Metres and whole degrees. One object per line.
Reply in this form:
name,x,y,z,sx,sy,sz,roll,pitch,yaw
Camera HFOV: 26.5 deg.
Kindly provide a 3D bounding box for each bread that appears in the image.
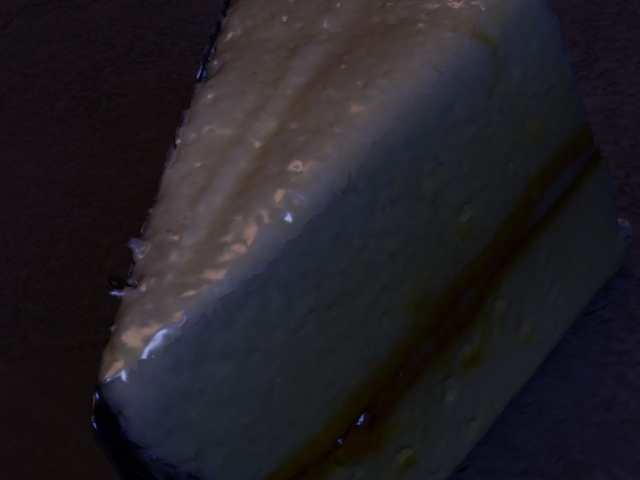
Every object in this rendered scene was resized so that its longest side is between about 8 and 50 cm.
bread,0.000,0.000,0.757,0.242,0.346,0.405,27,62,35
